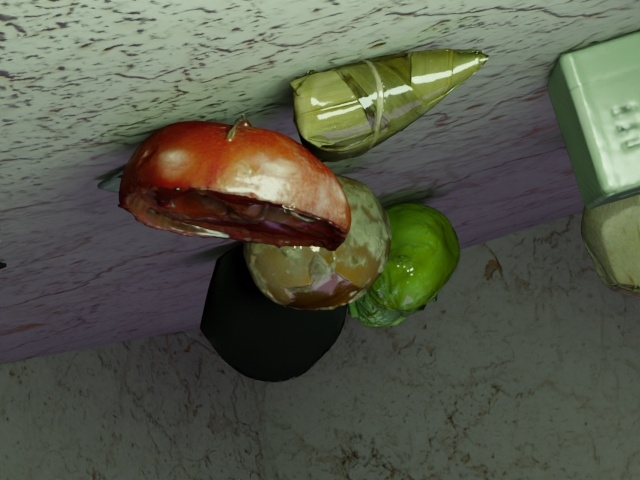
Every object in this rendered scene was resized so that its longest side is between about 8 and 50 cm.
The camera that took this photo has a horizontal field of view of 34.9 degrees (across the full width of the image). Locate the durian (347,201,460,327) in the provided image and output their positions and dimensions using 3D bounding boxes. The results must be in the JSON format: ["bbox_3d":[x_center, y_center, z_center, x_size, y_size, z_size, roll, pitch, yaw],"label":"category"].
[{"bbox_3d":[0.159,0.044,1.923,0.204,0.255,0.339,24,160,-3],"label":"durian"}]

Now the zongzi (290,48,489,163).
[{"bbox_3d":[0.061,-0.129,0.949,0.176,0.078,0.160,-19,178,-1],"label":"zongzi"}]

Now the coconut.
[{"bbox_3d":[0.607,-0.071,1.643,0.346,0.360,0.346,13,174,1],"label":"coconut"}]

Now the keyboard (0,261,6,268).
[{"bbox_3d":[-0.508,0.054,1.407,0.155,0.010,0.053,-18,172,22],"label":"keyboard"}]

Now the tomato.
[{"bbox_3d":[-0.074,-0.058,0.952,0.228,0.101,0.228,11,167,3],"label":"tomato"}]

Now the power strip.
[{"bbox_3d":[0.356,-0.108,1.133,0.140,0.224,0.139,-15,174,3],"label":"power strip"}]

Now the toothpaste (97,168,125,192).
[{"bbox_3d":[-0.144,-0.065,1.171,0.067,0.037,0.255,-20,168,33],"label":"toothpaste"}]

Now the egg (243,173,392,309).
[{"bbox_3d":[0.000,0.000,1.374,0.195,0.194,0.233,-20,170,34],"label":"egg"}]

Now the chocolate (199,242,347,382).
[{"bbox_3d":[-0.092,0.119,1.952,0.284,0.283,0.186,-15,-171,-7],"label":"chocolate"}]
